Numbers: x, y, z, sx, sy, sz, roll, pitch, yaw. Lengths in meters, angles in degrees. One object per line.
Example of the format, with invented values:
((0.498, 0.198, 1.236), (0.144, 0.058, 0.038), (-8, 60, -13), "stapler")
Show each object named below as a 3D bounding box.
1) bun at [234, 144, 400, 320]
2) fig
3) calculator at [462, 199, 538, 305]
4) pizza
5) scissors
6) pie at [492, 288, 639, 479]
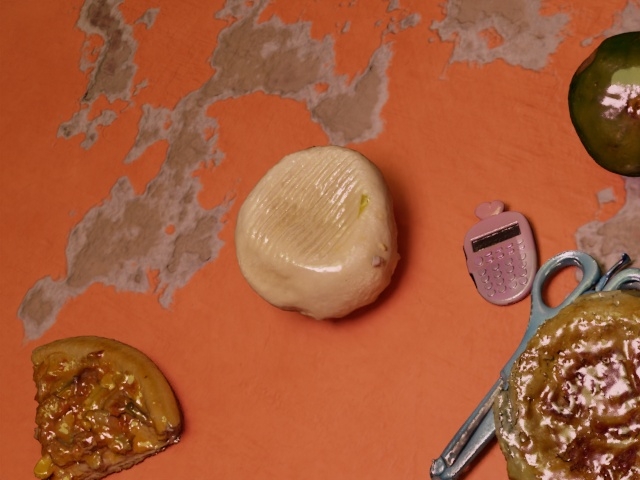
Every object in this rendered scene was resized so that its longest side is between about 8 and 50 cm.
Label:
((0.000, 0.000, 2.049), (0.259, 0.160, 0.259), (-6, 59, 11), "bun")
((0.435, -0.197, 1.887), (0.195, 0.195, 0.245), (-12, 21, 27), "fig")
((0.251, 0.015, 1.962), (0.103, 0.024, 0.166), (-22, 55, 21), "calculator")
((-0.337, 0.230, 2.182), (0.258, 0.087, 0.268), (-25, 50, 15), "pizza")
((0.279, 0.171, 1.842), (0.393, 0.032, 0.180), (-49, 49, -3), "scissors")
((0.373, 0.208, 1.704), (0.354, 0.103, 0.288), (-47, 56, 0), "pie")
